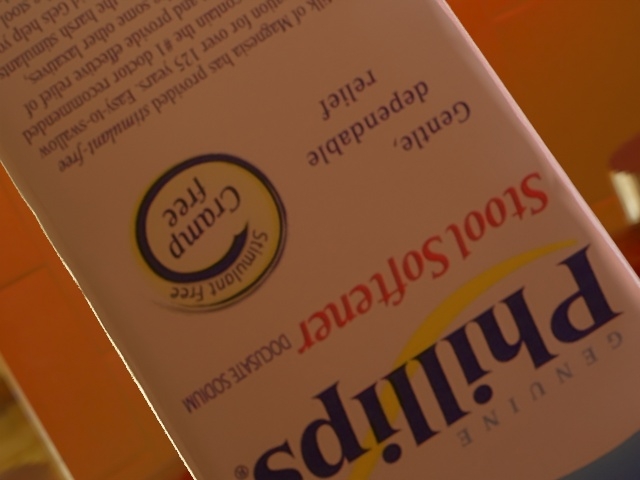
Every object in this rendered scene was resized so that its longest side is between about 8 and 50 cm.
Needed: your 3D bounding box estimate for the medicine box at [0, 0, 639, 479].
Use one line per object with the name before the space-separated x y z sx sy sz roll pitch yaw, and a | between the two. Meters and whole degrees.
medicine box | 0.000 0.000 0.576 0.149 0.289 0.263 -33 -11 -1
